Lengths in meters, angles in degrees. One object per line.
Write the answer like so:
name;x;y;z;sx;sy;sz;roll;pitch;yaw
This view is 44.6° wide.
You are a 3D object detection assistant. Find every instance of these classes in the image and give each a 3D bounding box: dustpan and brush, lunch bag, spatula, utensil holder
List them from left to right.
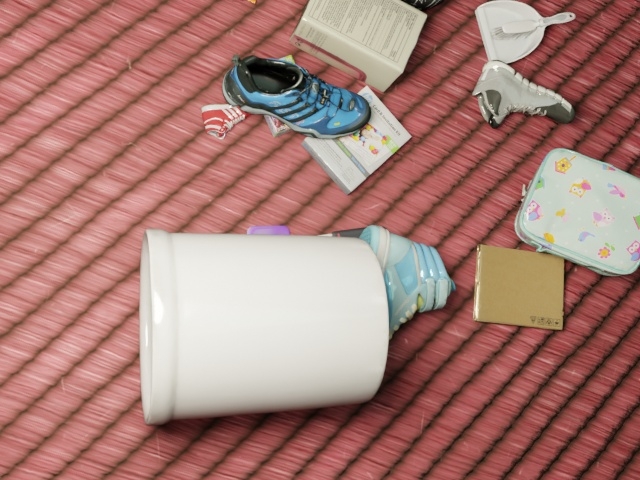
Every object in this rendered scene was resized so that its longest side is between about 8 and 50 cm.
utensil holder;-0.111;0.144;1.359;0.386;0.327;0.327;0;80;-16
spatula;0.000;0.000;1.564;0.297;0.030;0.084;-6;83;-16
dustpan and brush;0.470;-0.482;1.753;0.211;0.060;0.147;-12;84;-16
lunch bag;0.557;-0.054;1.647;0.279;0.108;0.224;23;91;7

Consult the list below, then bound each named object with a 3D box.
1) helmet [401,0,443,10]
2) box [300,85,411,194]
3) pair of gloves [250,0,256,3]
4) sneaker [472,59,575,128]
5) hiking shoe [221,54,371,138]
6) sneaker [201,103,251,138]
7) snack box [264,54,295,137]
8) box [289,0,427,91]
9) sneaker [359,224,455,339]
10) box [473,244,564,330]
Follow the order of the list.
helmet;0.222;-0.579;1.653;0.170;0.161;0.169;3;80;-14
box;0.075;-0.208;1.616;0.186;0.038;0.145;-42;93;-18
pair of gloves;-0.157;-0.537;1.627;0.074;0.010;0.083;24;73;-8
sneaker;0.432;-0.284;1.707;0.229;0.086;0.132;31;79;3
hiking shoe;-0.036;-0.275;1.508;0.304;0.132;0.113;9;78;-16
sneaker;-0.175;-0.238;1.553;0.119;0.042;0.067;-6;78;-8
snack box;-0.078;-0.294;1.591;0.100;0.037;0.141;-24;88;-18
box;0.076;-0.436;1.609;0.232;0.127;0.148;26;75;-9
sneaker;0.160;0.142;1.535;0.208;0.127;0.318;12;84;-17
box;0.425;0.101;1.662;0.201;0.021;0.164;8;79;-13
